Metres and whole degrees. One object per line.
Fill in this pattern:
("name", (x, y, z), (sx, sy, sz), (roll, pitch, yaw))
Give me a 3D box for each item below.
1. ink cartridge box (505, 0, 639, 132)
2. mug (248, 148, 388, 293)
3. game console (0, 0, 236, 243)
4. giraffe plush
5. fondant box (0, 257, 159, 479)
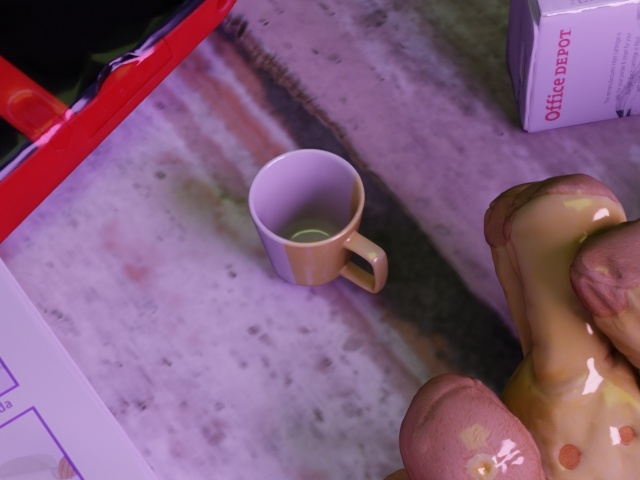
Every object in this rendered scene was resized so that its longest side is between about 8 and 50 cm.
("ink cartridge box", (0.185, -0.126, 0.928), (0.150, 0.109, 0.063), (-9, 58, -3))
("mug", (-0.004, -0.001, 0.884), (0.062, 0.064, 0.078), (-17, 58, -8))
("game console", (-0.292, -0.147, 0.980), (0.386, 0.060, 0.342), (37, 68, 19))
("giraffe plush", (0.108, 0.094, 0.782), (0.170, 0.181, 0.210), (-34, 96, -6))
("fondant box", (-0.095, 0.163, 0.679), (0.096, 0.238, 0.330), (-33, 61, -17))
